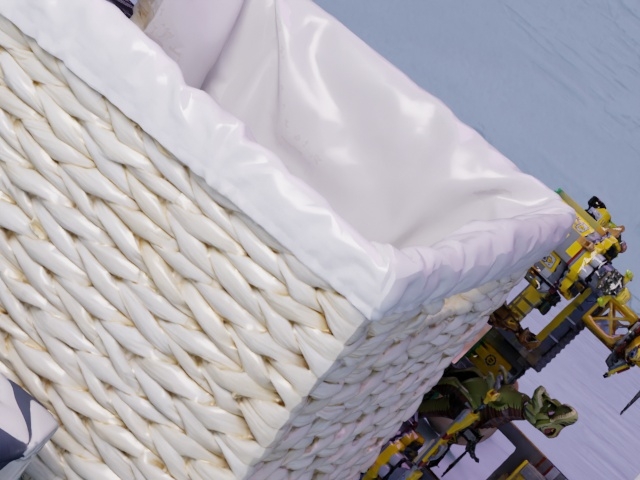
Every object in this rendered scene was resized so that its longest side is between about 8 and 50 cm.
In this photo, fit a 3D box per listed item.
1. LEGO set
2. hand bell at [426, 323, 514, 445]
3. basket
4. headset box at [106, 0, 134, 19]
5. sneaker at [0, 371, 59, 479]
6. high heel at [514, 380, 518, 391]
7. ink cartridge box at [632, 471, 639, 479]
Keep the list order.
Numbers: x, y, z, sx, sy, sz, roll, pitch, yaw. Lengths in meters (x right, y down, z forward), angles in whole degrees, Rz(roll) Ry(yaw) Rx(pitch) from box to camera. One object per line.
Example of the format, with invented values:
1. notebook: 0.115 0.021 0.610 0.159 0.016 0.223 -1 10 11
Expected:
1. LEGO set: 0.177 0.138 1.166 0.192 0.331 0.255 46 -7 23
2. hand bell: 0.058 0.126 1.346 0.242 0.126 0.126 10 28 -42
3. basket: -0.074 -0.006 0.905 0.331 0.266 0.328 42 21 15
4. headset box: -0.247 -0.198 1.551 0.293 0.110 0.218 45 14 29
5. sneaker: -0.222 0.079 0.663 0.153 0.094 0.235 38 12 2
6. high heel: 0.102 0.122 1.554 0.244 0.082 0.117 26 -21 6
7. ink cartridge box: 0.279 0.266 1.120 0.131 0.226 0.306 45 12 20
